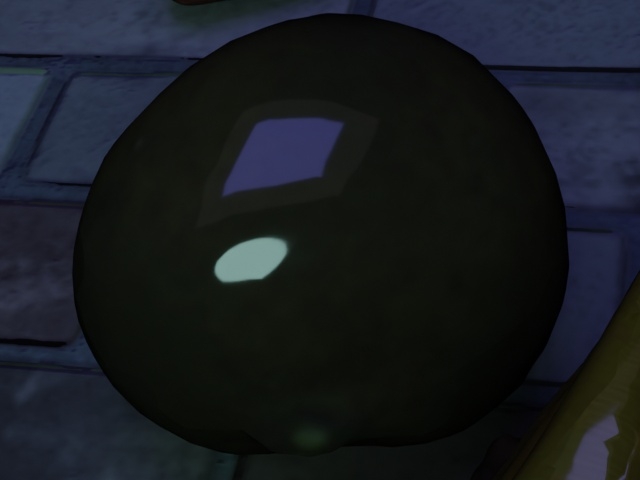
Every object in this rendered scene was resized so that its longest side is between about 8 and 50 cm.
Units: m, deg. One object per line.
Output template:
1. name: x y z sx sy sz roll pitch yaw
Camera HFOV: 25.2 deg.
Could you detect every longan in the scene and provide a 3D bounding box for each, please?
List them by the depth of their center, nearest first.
1. longan: 0.000 0.000 0.546 0.189 0.189 0.189 -6 45 6

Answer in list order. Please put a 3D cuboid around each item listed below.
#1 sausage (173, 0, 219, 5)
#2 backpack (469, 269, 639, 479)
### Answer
1. sausage: -0.017 -0.172 0.786 0.154 0.062 0.062 -16 45 -5
2. backpack: 0.171 0.147 0.334 0.354 0.201 0.378 28 60 19
